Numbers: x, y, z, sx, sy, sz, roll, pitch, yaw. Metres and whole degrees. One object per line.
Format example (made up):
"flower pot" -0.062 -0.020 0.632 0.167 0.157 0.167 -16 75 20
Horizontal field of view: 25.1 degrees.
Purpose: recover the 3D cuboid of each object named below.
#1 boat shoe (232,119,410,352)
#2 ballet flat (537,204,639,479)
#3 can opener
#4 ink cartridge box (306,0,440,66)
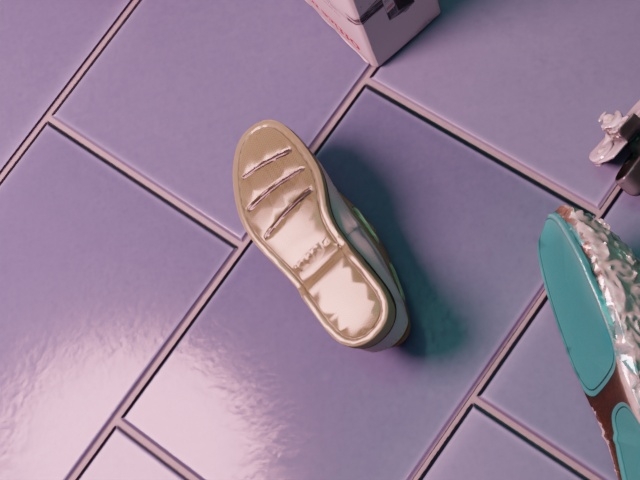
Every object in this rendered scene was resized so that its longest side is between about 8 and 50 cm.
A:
"boat shoe" 0.000 0.000 1.620 0.113 0.103 0.302 -36 65 15
"ballet flat" 0.341 0.151 1.470 0.147 0.147 0.409 -19 69 9
"can opener" 0.404 -0.174 1.596 0.093 0.074 0.280 40 86 -10
"ink cartridge box" 0.019 -0.352 1.652 0.114 0.273 0.197 -39 65 -5
